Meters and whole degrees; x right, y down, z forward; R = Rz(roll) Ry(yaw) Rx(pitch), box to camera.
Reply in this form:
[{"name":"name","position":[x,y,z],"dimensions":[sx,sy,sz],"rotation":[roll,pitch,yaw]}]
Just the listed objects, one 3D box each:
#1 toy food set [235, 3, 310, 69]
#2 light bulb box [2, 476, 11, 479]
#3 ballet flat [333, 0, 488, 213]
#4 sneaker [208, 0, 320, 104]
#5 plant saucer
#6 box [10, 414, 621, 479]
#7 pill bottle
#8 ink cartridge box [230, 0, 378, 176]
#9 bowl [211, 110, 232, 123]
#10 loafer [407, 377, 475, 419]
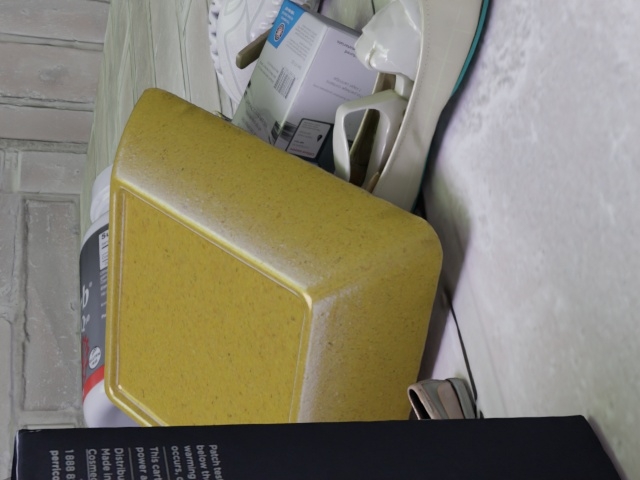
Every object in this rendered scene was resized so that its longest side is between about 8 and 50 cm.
[{"name":"toy food set","position":[-0.043,-0.140,1.025],"dimensions":[0.132,0.038,0.192],"rotation":[-46,-20,-34]},{"name":"light bulb box","position":[-0.183,0.428,0.874],"dimensions":[0.225,0.358,0.361],"rotation":[0,-87,-76]},{"name":"ballet flat","position":[0.057,-0.112,0.734],"dimensions":[0.086,0.086,0.248],"rotation":[-115,33,-53]},{"name":"sneaker","position":[-0.044,-0.263,1.031],"dimensions":[0.118,0.110,0.292],"rotation":[53,138,49]},{"name":"plant saucer","position":[-0.077,0.081,0.825],"dimensions":[0.333,0.081,0.333],"rotation":[29,125,33]},{"name":"box","position":[-0.015,0.274,0.539],"dimensions":[0.179,0.312,0.343],"rotation":[-109,29,-48]},{"name":"pill bottle","position":[-0.210,0.075,1.303],"dimensions":[0.210,0.210,0.363],"rotation":[114,152,-48]},{"name":"ink cartridge box","position":[-0.022,-0.106,0.893],"dimensions":[0.191,0.082,0.139],"rotation":[-66,24,15]},{"name":"bowl","position":[-0.093,-0.066,1.174],"dimensions":[0.170,0.080,0.170],"rotation":[-177,90,-72]},{"name":"loafer","position":[0.089,0.150,0.668],"dimensions":[0.045,0.039,0.125],"rotation":[114,152,-45]}]
